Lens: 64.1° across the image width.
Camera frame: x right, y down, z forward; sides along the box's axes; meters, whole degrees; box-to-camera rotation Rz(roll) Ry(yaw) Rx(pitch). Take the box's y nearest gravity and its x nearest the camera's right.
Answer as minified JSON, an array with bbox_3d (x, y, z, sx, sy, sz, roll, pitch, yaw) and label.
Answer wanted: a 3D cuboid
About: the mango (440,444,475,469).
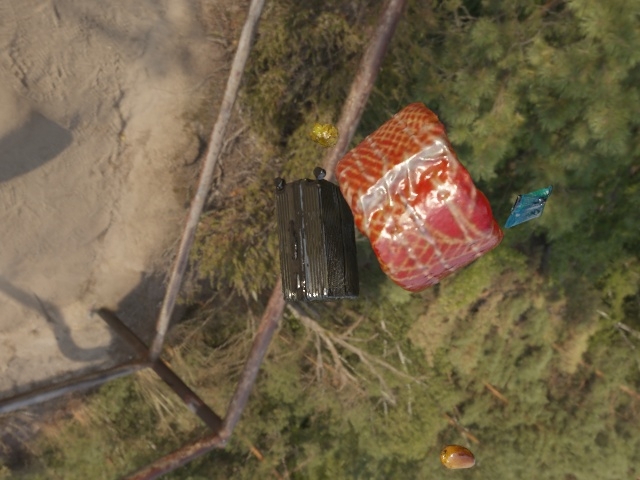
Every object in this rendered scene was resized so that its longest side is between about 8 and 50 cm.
[{"bbox_3d":[0.447,0.704,1.662,0.127,0.063,0.077,14,103,-14],"label":"mango"}]

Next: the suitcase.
[{"bbox_3d":[0.000,0.000,1.372,0.229,0.152,0.335,12,71,-62],"label":"suitcase"}]

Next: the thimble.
[{"bbox_3d":[0.194,-0.081,1.028,0.230,0.350,0.350,-33,150,14],"label":"thimble"}]

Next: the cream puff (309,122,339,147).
[{"bbox_3d":[0.010,-0.294,1.440,0.083,0.083,0.058,-48,179,37],"label":"cream puff"}]

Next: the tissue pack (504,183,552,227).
[{"bbox_3d":[0.470,-0.076,1.139,0.138,0.028,0.085,-15,129,-30],"label":"tissue pack"}]
